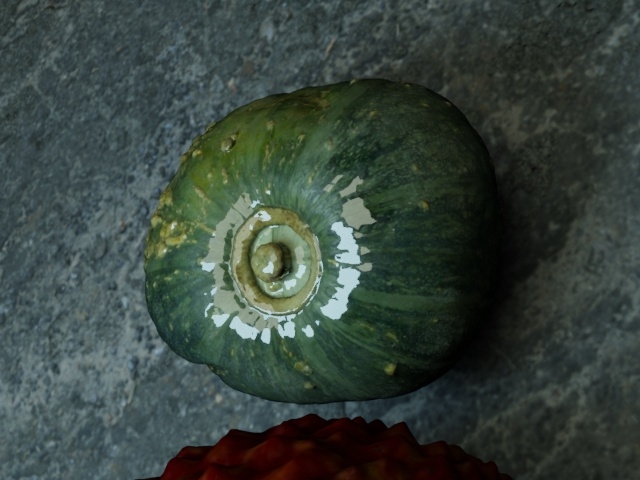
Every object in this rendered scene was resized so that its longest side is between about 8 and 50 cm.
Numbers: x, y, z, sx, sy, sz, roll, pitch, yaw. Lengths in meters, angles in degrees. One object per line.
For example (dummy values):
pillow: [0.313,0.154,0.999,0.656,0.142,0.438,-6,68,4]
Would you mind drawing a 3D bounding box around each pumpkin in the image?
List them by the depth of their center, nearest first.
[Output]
pumpkin: [0.000,0.000,1.233,0.327,0.257,0.292,5,89,28]

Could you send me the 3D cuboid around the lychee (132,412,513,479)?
lychee: [-0.026,0.350,1.023,0.500,0.425,0.425,-29,57,-13]
